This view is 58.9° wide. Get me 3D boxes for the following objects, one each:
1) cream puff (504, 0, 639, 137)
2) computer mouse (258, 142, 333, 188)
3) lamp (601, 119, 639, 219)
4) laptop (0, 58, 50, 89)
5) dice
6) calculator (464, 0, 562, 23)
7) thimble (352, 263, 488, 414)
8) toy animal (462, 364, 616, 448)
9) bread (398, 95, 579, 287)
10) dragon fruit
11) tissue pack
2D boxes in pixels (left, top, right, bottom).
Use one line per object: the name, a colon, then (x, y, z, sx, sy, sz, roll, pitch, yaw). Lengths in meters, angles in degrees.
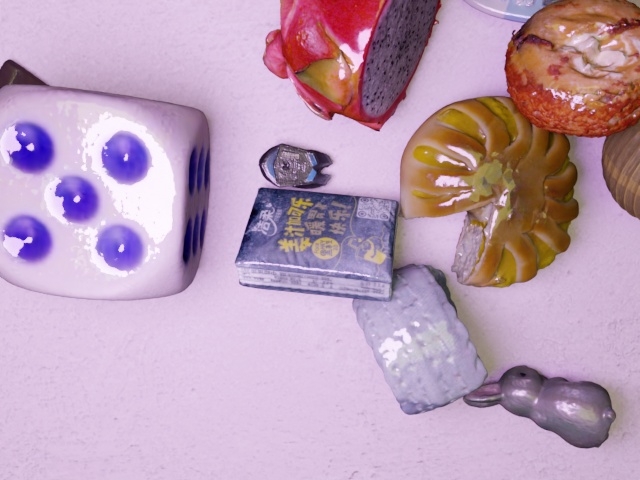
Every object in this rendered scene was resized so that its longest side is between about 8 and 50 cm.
cream puff: (0.394, -0.257, 0.859, 0.239, 0.164, 0.240, -3, 72, 9)
computer mouse: (-0.046, -0.132, 1.028, 0.134, 0.047, 0.079, 4, 91, -7)
lamp: (0.576, -0.152, 0.927, 0.250, 0.284, 0.250, -14, 136, -14)
laptop: (-0.525, -0.212, 1.045, 0.207, 0.026, 0.154, 35, 96, -4)
dice: (-0.349, -0.077, 0.922, 0.304, 0.277, 0.305, 6, 98, -3)
calculator: (0.366, -0.456, 0.934, 0.302, 0.042, 0.189, 15, 101, 15)
thimble: (0.172, 0.161, 0.980, 0.171, 0.205, 0.250, -26, 69, 6)
toy animal: (0.396, 0.288, 1.041, 0.251, 0.125, 0.127, 13, 126, 16)
bread: (0.294, -0.086, 0.965, 0.332, 0.160, 0.333, 0, 97, 1)
dragon fruit: (0.036, -0.340, 0.881, 0.225, 0.305, 0.306, 29, 98, 19)
tissue pack: (0.000, 0.000, 0.966, 0.256, 0.185, 0.081, 6, 138, 8)
